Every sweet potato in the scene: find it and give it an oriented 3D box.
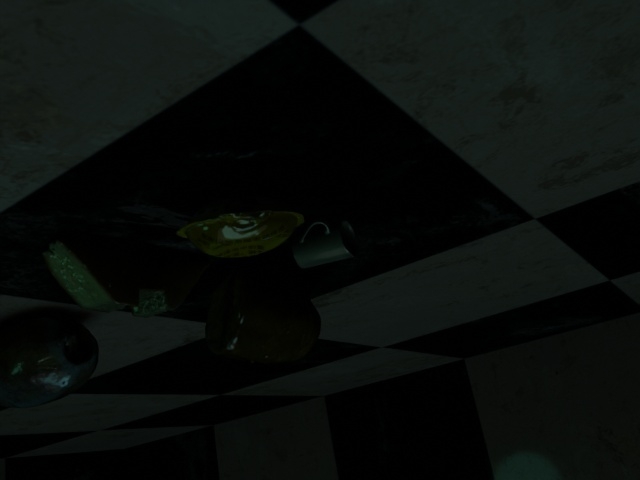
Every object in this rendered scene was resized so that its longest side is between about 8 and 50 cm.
[{"bbox_3d":[-0.080,0.139,1.078,0.157,0.158,0.369,-18,160,20],"label":"sweet potato"}]

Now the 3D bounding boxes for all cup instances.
[{"bbox_3d":[0.001,0.005,0.892,0.083,0.055,0.075,-17,160,23],"label":"cup"}]

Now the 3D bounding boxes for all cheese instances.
[{"bbox_3d":[-0.102,-0.009,0.793,0.156,0.064,0.250,-5,168,-11],"label":"cheese"}]

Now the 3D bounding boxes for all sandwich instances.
[{"bbox_3d":[-0.258,0.059,0.855,0.090,0.089,0.244,-22,157,38],"label":"sandwich"}]

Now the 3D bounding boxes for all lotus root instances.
[{"bbox_3d":[-0.525,0.226,1.096,0.322,0.140,0.158,-20,158,30],"label":"lotus root"}]
